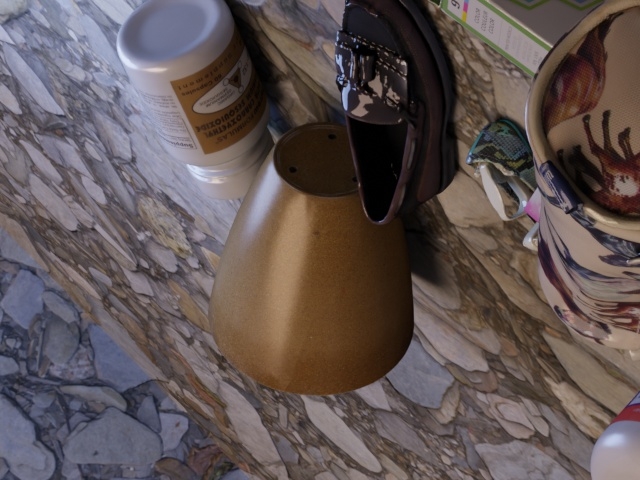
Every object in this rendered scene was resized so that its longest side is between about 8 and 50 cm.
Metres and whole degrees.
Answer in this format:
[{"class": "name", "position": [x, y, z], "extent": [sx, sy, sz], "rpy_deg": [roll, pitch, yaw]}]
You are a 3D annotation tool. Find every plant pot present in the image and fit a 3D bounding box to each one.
[{"class": "plant pot", "position": [0.000, 0.000, 2.136], "extent": [0.237, 0.237, 0.254], "rpy_deg": [35, 142, 25]}]

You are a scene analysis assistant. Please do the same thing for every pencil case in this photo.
[{"class": "pencil case", "position": [0.239, -0.027, 1.450], "extent": [0.410, 0.160, 0.183], "rpy_deg": [64, -160, -73]}]

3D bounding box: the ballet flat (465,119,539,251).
[{"class": "ballet flat", "position": [0.206, -0.029, 1.866], "extent": [0.188, 0.070, 0.070], "rpy_deg": [49, 159, -10]}]

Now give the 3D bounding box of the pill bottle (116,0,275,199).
[{"class": "pill bottle", "position": [-0.128, -0.157, 2.161], "extent": [0.131, 0.131, 0.229], "rpy_deg": [28, 154, 38]}]

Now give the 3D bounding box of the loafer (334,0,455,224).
[{"class": "loafer", "position": [0.067, -0.125, 1.900], "extent": [0.109, 0.095, 0.302], "rpy_deg": [32, 156, 31]}]

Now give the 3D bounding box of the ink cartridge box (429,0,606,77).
[{"class": "ink cartridge box", "position": [0.168, -0.204, 1.539], "extent": [0.209, 0.109, 0.062], "rpy_deg": [39, 158, 18]}]

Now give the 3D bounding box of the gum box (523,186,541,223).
[{"class": "gum box", "position": [0.261, -0.046, 1.728], "extent": [0.107, 0.062, 0.188], "rpy_deg": [42, 159, 8]}]

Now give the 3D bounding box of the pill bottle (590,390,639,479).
[{"class": "pill bottle", "position": [0.363, 0.111, 1.461], "extent": [0.181, 0.323, 0.181], "rpy_deg": [38, 159, 18]}]
